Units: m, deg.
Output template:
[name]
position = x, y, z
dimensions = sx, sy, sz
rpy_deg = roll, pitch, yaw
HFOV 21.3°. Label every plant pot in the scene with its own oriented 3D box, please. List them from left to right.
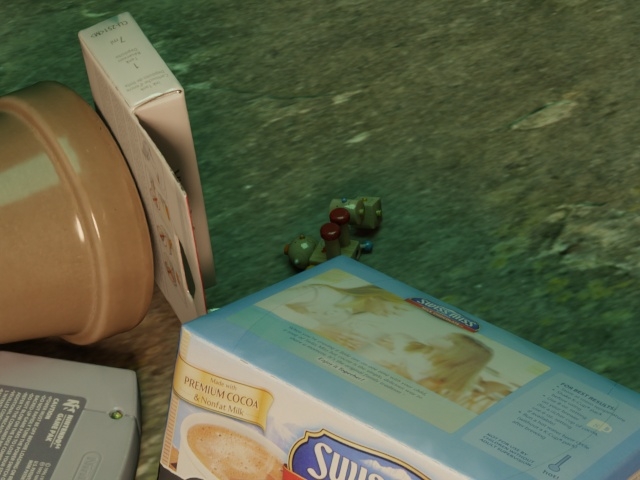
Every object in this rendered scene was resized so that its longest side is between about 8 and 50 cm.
[plant pot]
position = -0.321, 0.000, 1.616
dimensions = 0.229, 0.263, 0.263
rpy_deg = -20, 43, -29

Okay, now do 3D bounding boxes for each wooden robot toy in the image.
[wooden robot toy]
position = 0.000, 0.000, 1.770
dimensions = 0.079, 0.076, 0.173
rpy_deg = 4, 39, 25

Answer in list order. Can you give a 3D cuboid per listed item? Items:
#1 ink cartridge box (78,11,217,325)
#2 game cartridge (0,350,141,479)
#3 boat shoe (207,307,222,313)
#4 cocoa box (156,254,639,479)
[ink cartridge box]
position = -0.136, -0.037, 1.582
dimensions = 0.060, 0.275, 0.239
rpy_deg = -25, 52, -16
[game cartridge]
position = -0.273, 0.222, 1.530
dimensions = 0.196, 0.060, 0.294
rpy_deg = 5, 41, 14
[boat shoe]
position = -0.057, 0.083, 1.692
dimensions = 0.137, 0.049, 0.043
rpy_deg = -7, 82, -9
[cocoa box]
position = 0.070, 0.196, 1.366
dimensions = 0.347, 0.228, 0.231
rpy_deg = 25, 29, 29
